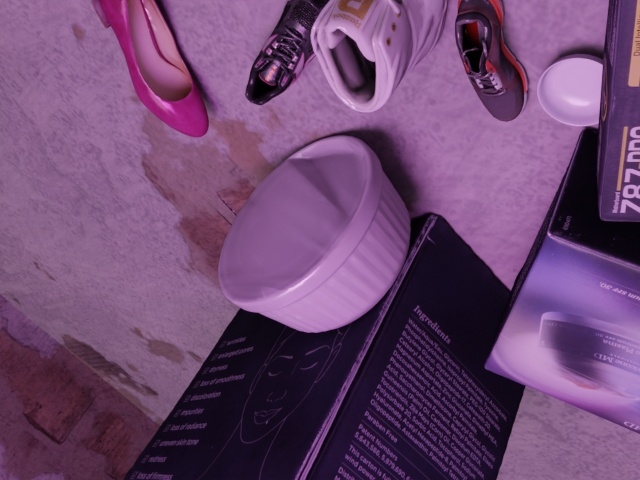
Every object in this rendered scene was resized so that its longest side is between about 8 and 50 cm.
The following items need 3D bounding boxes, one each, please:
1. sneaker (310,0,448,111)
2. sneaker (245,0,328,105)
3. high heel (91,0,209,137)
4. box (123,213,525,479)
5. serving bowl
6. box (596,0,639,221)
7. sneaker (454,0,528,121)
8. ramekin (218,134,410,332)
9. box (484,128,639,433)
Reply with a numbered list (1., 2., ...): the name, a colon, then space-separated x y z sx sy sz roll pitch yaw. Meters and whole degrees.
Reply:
1. sneaker: 0.065 -0.257 0.620 0.108 0.169 0.292 19 142 20
2. sneaker: -0.041 -0.223 0.820 0.072 0.077 0.178 33 145 -3
3. high heel: -0.213 -0.249 0.912 0.117 0.082 0.244 2 125 57
4. box: 0.012 0.269 1.041 0.297 0.471 0.480 44 143 -19
5. serving bowl: 0.271 -0.160 0.703 0.083 0.027 0.083 21 143 16
6. box: 0.382 -0.174 0.494 0.318 0.097 0.395 0 137 18
7. sneaker: 0.172 -0.183 0.717 0.061 0.065 0.158 -1 134 38
8. ramekin: 0.000 0.000 0.916 0.273 0.272 0.127 -12 138 45
9. box: 0.381 0.075 0.778 0.296 0.182 0.294 22 146 15
